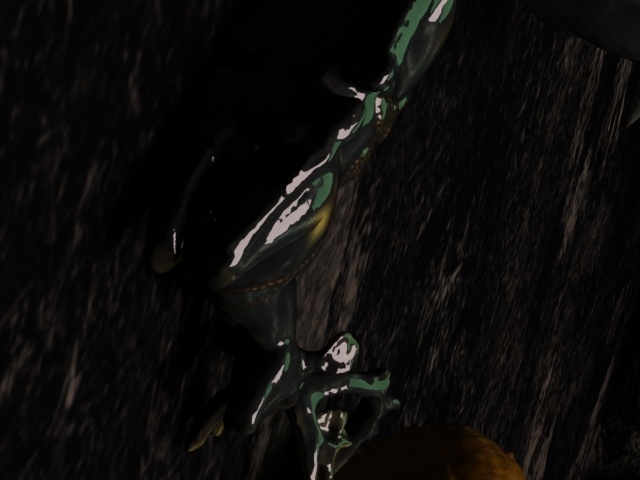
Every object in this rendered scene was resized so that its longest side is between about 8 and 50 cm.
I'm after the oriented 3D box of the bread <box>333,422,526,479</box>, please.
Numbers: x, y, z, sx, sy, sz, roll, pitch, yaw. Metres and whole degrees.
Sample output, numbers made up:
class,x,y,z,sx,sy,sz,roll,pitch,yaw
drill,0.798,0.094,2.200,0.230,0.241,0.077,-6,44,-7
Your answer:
class,x,y,z,sx,sy,sz,roll,pitch,yaw
bread,0.039,0.230,0.927,0.274,0.149,0.274,-178,-90,-83

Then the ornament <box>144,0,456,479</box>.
class,x,y,z,sx,sy,sz,roll,pitch,yaw
ornament,0.000,0.000,0.743,0.202,0.080,0.236,-59,157,-31

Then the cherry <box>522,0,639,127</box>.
class,x,y,z,sx,sy,sz,roll,pitch,yaw
cherry,0.221,-0.212,1.013,0.255,0.218,0.296,-31,125,-67
